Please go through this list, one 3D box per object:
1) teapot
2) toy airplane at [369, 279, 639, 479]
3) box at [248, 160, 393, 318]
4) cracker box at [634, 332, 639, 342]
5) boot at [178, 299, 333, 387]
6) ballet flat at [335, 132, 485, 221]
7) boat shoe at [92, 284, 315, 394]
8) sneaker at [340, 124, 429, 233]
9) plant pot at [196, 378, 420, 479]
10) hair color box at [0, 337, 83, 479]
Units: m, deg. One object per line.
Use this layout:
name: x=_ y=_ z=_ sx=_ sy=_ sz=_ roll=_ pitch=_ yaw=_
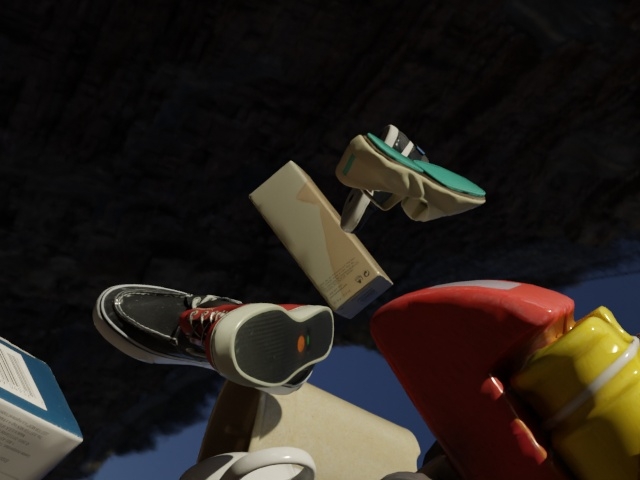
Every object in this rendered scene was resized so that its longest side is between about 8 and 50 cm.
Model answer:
teapot: x=-0.060 y=0.365 z=1.136 sx=0.256 sy=0.187 sz=0.253 roll=171 pitch=-102 yaw=-85
toy airplane: x=0.244 y=0.150 z=0.508 sx=0.273 sy=0.384 sz=0.386 roll=-63 pitch=-157 yaw=13
box: x=0.000 y=0.000 z=1.870 sx=0.121 sy=0.148 sz=0.311 roll=-39 pitch=-107 yaw=6
cracker box: x=0.370 y=0.206 z=0.840 sx=0.067 sy=0.155 sz=0.232 roll=68 pitch=28 yaw=-77
boot: x=-0.109 y=0.108 z=1.018 sx=0.244 sy=0.176 sz=0.089 roll=3 pitch=90 yaw=-68
ballet flat: x=0.115 y=-0.069 z=1.171 sx=0.086 sy=0.248 sz=0.086 roll=-19 pitch=-118 yaw=42
boat shoe: x=-0.146 y=0.116 z=1.186 sx=0.102 sy=0.301 sz=0.108 roll=120 pitch=-10 yaw=-52
sneaker: x=0.126 y=-0.085 z=1.569 sx=0.079 sy=0.121 sz=0.217 roll=-25 pitch=-144 yaw=63
plant pot: x=-0.018 y=0.375 z=1.472 sx=0.334 sy=0.305 sz=0.334 roll=-160 pitch=-90 yaw=-75
hair color box: x=-0.380 y=0.211 z=0.707 sx=0.347 sy=0.174 sz=0.105 roll=-43 pitch=-132 yaw=-1
